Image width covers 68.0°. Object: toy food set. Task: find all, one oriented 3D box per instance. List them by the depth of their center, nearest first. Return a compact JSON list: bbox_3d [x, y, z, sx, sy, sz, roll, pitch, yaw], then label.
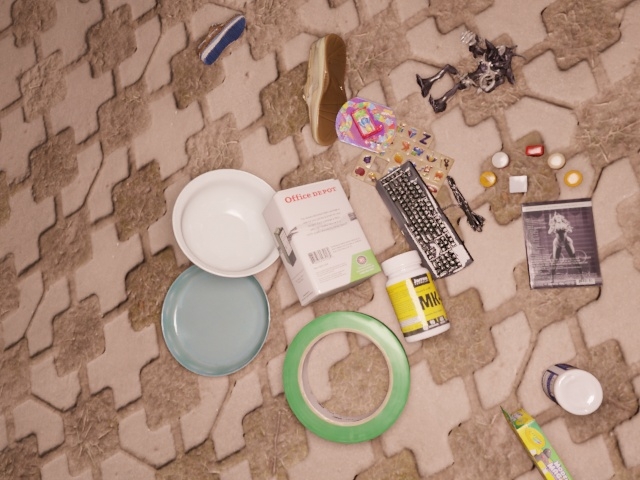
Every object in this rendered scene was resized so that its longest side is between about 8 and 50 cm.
[{"bbox_3d":[0.532,-0.181,1.204,0.232,0.104,0.111,-2,95,29],"label":"toy food set"}]

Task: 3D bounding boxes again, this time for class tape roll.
[{"bbox_3d":[0.067,0.342,1.213,0.321,0.077,0.321,-2,81,11],"label":"tape roll"}]

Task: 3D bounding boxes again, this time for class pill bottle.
[{"bbox_3d":[0.557,0.329,1.070,0.094,0.169,0.094,-1,82,11],"label":"pill bottle"},{"bbox_3d":[0.233,0.139,1.187,0.119,0.119,0.209,-21,79,7],"label":"pill bottle"}]

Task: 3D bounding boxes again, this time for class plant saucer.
[{"bbox_3d":[-0.287,0.212,1.318,0.317,0.043,0.318,-1,82,11],"label":"plant saucer"}]

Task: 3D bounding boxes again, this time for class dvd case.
[{"bbox_3d":[0.599,0.008,1.186,0.164,0.018,0.221,-5,82,12],"label":"dvd case"}]

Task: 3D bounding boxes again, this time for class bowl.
[{"bbox_3d":[-0.245,-0.031,1.271,0.297,0.134,0.298,6,72,-19],"label":"bowl"}]

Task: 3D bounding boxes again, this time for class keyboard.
[{"bbox_3d":[0.302,-0.071,1.243,0.201,0.033,0.317,-31,81,6],"label":"keyboard"}]

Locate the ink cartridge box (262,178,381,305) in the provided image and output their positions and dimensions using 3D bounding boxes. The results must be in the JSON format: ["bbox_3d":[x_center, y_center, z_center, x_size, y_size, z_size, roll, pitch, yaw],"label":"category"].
[{"bbox_3d":[0.000,0.000,1.211,0.198,0.115,0.273,-17,75,-30],"label":"ink cartridge box"}]

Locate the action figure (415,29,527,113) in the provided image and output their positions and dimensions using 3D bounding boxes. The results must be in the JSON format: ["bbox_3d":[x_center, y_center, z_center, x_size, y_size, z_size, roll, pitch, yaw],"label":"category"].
[{"bbox_3d":[0.399,-0.443,1.230,0.275,0.141,0.164,-27,76,9],"label":"action figure"}]

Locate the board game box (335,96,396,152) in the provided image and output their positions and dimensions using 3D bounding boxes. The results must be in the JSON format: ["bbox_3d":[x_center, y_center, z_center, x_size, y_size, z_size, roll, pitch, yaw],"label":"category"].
[{"bbox_3d":[0.127,-0.321,1.291,0.168,0.033,0.133,19,85,0],"label":"board game box"}]

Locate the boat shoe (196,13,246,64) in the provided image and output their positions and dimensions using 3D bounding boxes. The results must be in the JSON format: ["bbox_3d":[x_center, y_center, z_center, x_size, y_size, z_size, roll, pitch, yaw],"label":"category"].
[{"bbox_3d":[-0.305,-0.619,1.428,0.183,0.066,0.066,-44,75,2],"label":"boat shoe"}]

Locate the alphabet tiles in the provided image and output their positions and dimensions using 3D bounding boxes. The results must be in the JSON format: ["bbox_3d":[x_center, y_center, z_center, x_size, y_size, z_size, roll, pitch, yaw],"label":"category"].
[{"bbox_3d":[0.231,-0.216,1.296,0.237,0.009,0.198,27,88,13],"label":"alphabet tiles"}]

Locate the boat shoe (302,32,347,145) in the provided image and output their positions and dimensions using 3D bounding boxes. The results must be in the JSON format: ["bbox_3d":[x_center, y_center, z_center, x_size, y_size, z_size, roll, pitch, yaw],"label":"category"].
[{"bbox_3d":[0.005,-0.415,1.329,0.098,0.109,0.302,7,95,48],"label":"boat shoe"}]

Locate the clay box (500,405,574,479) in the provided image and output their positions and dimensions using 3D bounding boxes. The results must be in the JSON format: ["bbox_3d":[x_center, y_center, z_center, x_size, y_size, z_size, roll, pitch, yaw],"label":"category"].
[{"bbox_3d":[0.500,0.479,1.082,0.053,0.127,0.222,-31,78,5],"label":"clay box"}]
